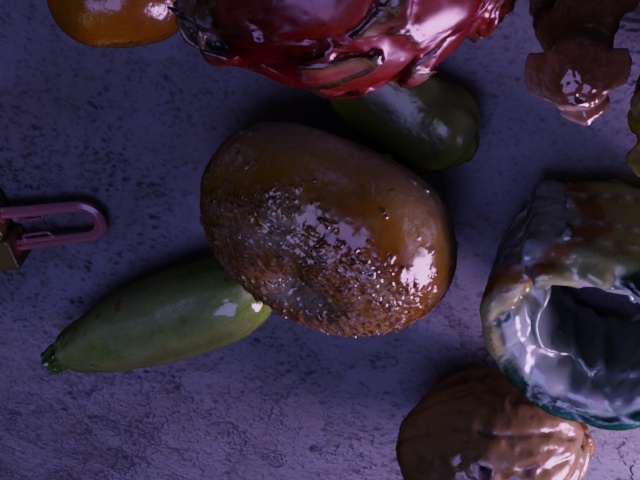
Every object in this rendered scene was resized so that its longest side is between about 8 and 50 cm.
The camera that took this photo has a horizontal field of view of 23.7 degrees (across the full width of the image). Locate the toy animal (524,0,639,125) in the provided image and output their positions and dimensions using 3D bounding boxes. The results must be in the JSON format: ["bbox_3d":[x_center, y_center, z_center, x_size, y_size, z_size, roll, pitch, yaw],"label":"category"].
[{"bbox_3d":[0.257,-0.217,1.429,0.104,0.185,0.184,24,133,0],"label":"toy animal"}]

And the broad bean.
[{"bbox_3d":[0.092,-0.140,1.630,0.174,0.082,0.124,30,134,5],"label":"broad bean"}]

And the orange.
[{"bbox_3d":[-0.207,-0.267,1.575,0.155,0.155,0.134,-10,84,26],"label":"orange"}]

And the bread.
[{"bbox_3d":[0.000,0.000,1.689,0.305,0.158,0.305,21,155,10],"label":"bread"}]

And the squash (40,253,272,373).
[{"bbox_3d":[-0.205,0.101,1.910,0.370,0.118,0.118,-20,121,35],"label":"squash"}]

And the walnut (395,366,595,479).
[{"bbox_3d":[0.208,0.254,1.852,0.245,0.198,0.198,-4,128,20],"label":"walnut"}]

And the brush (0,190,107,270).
[{"bbox_3d":[-0.375,-0.014,1.910,0.233,0.047,0.103,-4,128,21],"label":"brush"}]

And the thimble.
[{"bbox_3d":[0.314,0.066,1.668,0.254,0.167,0.288,-30,116,35],"label":"thimble"}]

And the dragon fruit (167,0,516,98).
[{"bbox_3d":[0.033,-0.267,1.402,0.342,0.277,0.277,-14,134,-19],"label":"dragon fruit"}]

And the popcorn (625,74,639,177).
[{"bbox_3d":[0.416,-0.104,1.425,0.282,0.282,0.247,-29,148,35],"label":"popcorn"}]
